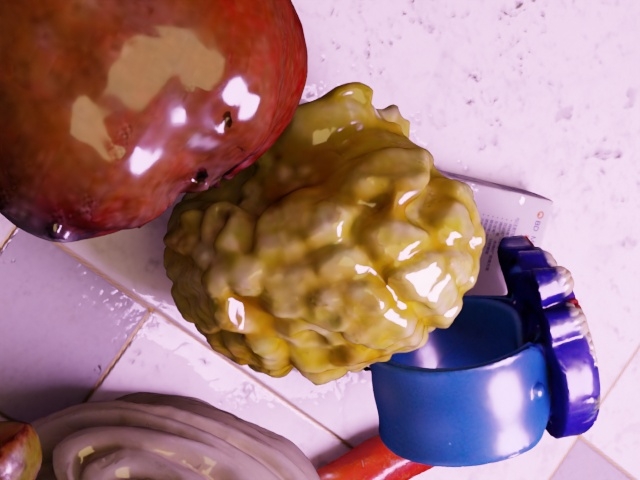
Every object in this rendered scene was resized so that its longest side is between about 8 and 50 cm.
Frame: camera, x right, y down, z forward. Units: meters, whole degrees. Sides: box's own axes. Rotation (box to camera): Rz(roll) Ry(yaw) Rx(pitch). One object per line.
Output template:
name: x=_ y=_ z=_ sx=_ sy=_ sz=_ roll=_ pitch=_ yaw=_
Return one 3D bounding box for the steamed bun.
steamed bun: x=-0.135 y=0.281 z=1.211 sx=0.368 sy=0.255 sz=0.342 roll=-36 pitch=87 yaw=-25

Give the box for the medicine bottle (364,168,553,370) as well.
medicine bottle: x=0.130 y=0.038 z=1.451 sx=0.171 sy=0.052 sz=0.201 roll=10 pitch=98 yaw=-29

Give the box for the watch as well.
watch: x=0.140 y=0.108 z=1.350 sx=0.200 sy=0.196 sz=0.171 roll=-14 pitch=100 yaw=-5

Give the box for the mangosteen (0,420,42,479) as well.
mangosteen: x=-0.368 y=0.149 z=1.065 sx=0.307 sy=0.307 sz=0.347 roll=-44 pitch=95 yaw=-11

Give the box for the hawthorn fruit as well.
hawthorn fruit: x=-0.166 y=-0.160 z=1.109 sx=0.308 sy=0.308 sz=0.324 roll=-34 pitch=121 yaw=-16

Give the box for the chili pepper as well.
chili pepper: x=0.061 y=0.222 z=1.459 sx=0.272 sy=0.071 sz=0.063 roll=-25 pitch=74 yaw=-26

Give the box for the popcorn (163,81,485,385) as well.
popcorn: x=0.000 y=0.000 z=1.259 sx=0.258 sy=0.270 sz=0.224 roll=-46 pitch=133 yaw=0
